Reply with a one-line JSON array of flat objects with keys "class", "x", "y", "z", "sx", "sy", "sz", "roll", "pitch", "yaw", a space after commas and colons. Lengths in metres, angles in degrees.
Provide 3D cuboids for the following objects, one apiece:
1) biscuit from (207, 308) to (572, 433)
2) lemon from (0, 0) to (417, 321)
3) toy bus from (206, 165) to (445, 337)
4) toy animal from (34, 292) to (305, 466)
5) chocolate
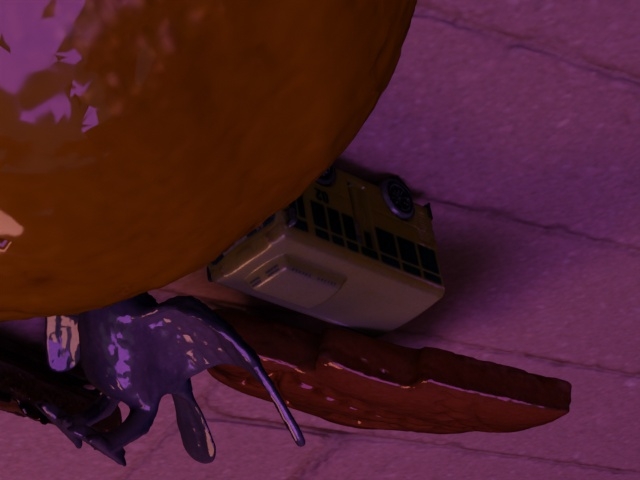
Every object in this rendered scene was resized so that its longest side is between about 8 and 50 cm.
[{"class": "biscuit", "x": 0.048, "y": 0.116, "z": 1.122, "sx": 0.306, "sy": 0.043, "sz": 0.284, "roll": 2, "pitch": 161, "yaw": 32}, {"class": "lemon", "x": -0.137, "y": -0.169, "z": 0.519, "sx": 0.364, "sy": 0.364, "sz": 0.364, "roll": -8, "pitch": 146, "yaw": -5}, {"class": "toy bus", "x": 0.000, "y": 0.000, "z": 1.010, "sx": 0.175, "sy": 0.101, "sz": 0.088, "roll": 21, "pitch": 138, "yaw": -40}, {"class": "toy animal", "x": -0.123, "y": 0.072, "z": 1.026, "sx": 0.239, "sy": 0.176, "sz": 0.255, "roll": 20, "pitch": 163, "yaw": 34}, {"class": "chocolate", "x": -0.286, "y": 0.090, "z": 1.095, "sx": 0.102, "sy": 0.065, "sz": 0.329, "roll": -10, "pitch": 152, "yaw": 39}]
